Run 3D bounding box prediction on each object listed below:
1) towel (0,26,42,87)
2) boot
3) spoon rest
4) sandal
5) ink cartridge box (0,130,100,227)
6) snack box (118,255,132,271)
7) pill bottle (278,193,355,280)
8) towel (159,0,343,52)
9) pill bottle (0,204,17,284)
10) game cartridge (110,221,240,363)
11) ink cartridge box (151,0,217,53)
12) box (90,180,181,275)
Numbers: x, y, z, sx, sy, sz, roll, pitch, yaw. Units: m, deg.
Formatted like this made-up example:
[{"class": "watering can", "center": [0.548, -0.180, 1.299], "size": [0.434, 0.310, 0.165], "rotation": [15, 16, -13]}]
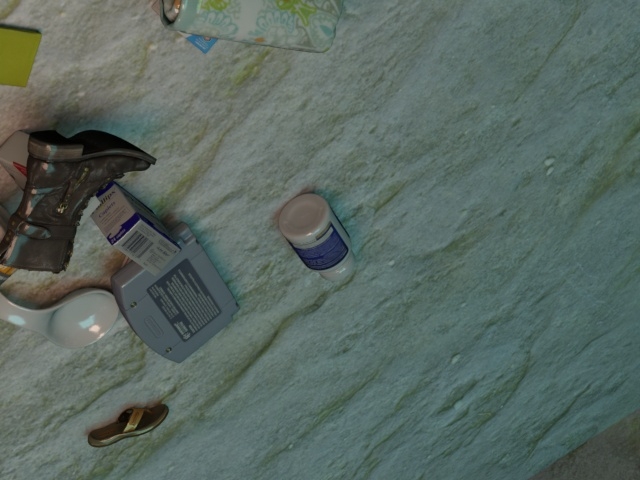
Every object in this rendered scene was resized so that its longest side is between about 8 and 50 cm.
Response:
[{"class": "towel", "center": [-0.546, -0.288, 1.720], "size": [0.237, 0.021, 0.102], "rotation": [1, 129, -39]}, {"class": "boot", "center": [-0.395, -0.056, 1.813], "size": [0.263, 0.091, 0.229], "rotation": [-1, 114, -48]}, {"class": "spoon rest", "center": [-0.486, 0.133, 2.069], "size": [0.276, 0.084, 0.137], "rotation": [16, 113, -43]}, {"class": "sandal", "center": [-0.400, 0.376, 2.362], "size": [0.180, 0.072, 0.049], "rotation": [-18, 112, -19]}, {"class": "ink cartridge box", "center": [-0.448, -0.099, 1.874], "size": [0.063, 0.109, 0.150], "rotation": [-53, 142, -21]}, {"class": "snack box", "center": [-0.307, 0.067, 2.195], "size": [0.178, 0.022, 0.064], "rotation": [11, 117, -42]}, {"class": "pill bottle", "center": [0.000, 0.000, 2.305], "size": [0.112, 0.112, 0.187], "rotation": [-39, 138, -4]}, {"class": "towel", "center": [-0.082, -0.494, 1.772], "size": [0.320, 0.090, 0.374], "rotation": [1, 104, -38]}, {"class": "pill bottle", "center": [-0.618, 0.054, 1.844], "size": [0.278, 0.162, 0.162], "rotation": [-43, 139, 0]}, {"class": "game cartridge", "center": [-0.281, 0.111, 2.185], "size": [0.198, 0.062, 0.297], "rotation": [-35, 142, -8]}, {"class": "ink cartridge box", "center": [-0.175, -0.412, 1.863], "size": [0.181, 0.061, 0.104], "rotation": [-48, 138, 7]}, {"class": "box", "center": [-0.332, -0.023, 2.013], "size": [0.072, 0.137, 0.126], "rotation": [-45, 139, 2]}]
